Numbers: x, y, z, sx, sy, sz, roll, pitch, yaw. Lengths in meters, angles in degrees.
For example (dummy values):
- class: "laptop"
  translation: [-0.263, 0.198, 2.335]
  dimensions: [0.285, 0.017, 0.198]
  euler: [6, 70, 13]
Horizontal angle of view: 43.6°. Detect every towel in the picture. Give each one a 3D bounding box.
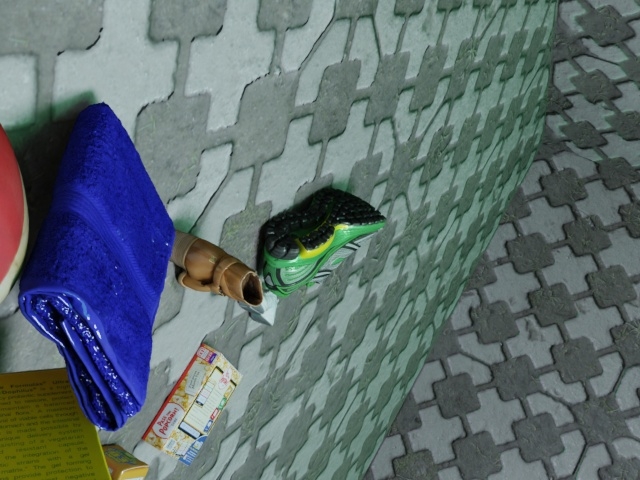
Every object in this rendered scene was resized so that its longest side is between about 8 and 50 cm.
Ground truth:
- class: "towel"
  translation: [-0.226, 0.020, 0.877]
  dimensions: [0.308, 0.076, 0.228]
  euler: [-94, 175, -46]

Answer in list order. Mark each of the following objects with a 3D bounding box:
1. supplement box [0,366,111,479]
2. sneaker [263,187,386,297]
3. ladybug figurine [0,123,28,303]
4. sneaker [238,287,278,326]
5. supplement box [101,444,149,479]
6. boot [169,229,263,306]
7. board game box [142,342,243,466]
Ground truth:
- class: "supplement box"
  translation: [-0.312, 0.313, 0.788]
  dimensions: [0.195, 0.356, 0.194]
  euler: [0, 119, -28]
- class: "sneaker"
  translation: [0.000, 0.000, 1.568]
  dimensions: [0.343, 0.134, 0.146]
  euler: [-24, 142, -46]
- class: "ladybug figurine"
  translation: [-0.374, -0.035, 0.596]
  dimensions: [0.305, 0.161, 0.449]
  euler: [-62, 158, -8]
- class: "sneaker"
  translation: [-0.113, 0.112, 1.505]
  dimensions: [0.152, 0.053, 0.061]
  euler: [72, 38, -68]
- class: "supplement box"
  translation: [-0.358, 0.440, 1.243]
  dimensions: [0.234, 0.078, 0.080]
  euler: [-65, 155, -3]
- class: "boot"
  translation: [-0.148, 0.060, 1.223]
  dimensions: [0.073, 0.152, 0.197]
  euler: [-61, 158, -10]
- class: "board game box"
  translation: [-0.224, 0.298, 1.442]
  dimensions: [0.194, 0.045, 0.147]
  euler: [-58, 157, -18]
